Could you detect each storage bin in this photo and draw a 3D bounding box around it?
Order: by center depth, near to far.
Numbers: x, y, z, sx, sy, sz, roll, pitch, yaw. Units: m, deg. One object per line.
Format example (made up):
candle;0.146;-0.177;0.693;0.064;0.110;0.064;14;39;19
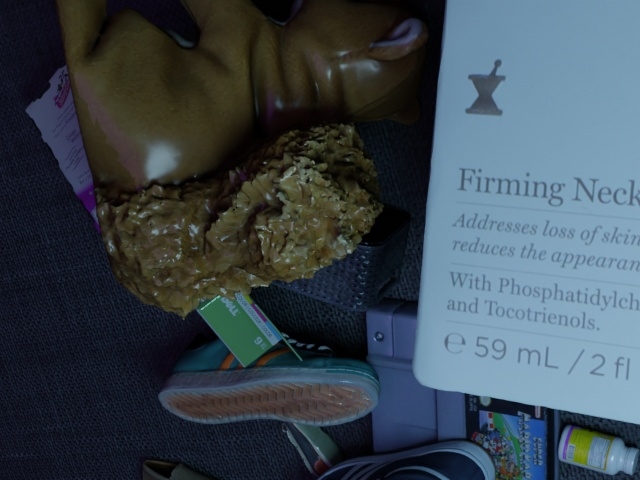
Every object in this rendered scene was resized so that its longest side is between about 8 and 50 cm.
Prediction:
storage bin;0.000;0.000;1.395;0.180;0.122;0.084;17;116;20

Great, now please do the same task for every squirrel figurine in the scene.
squirrel figurine;-0.056;-0.115;1.259;0.281;0.370;0.397;93;165;-62

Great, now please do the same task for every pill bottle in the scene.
pill bottle;0.312;0.237;1.363;0.083;0.043;0.043;13;114;24

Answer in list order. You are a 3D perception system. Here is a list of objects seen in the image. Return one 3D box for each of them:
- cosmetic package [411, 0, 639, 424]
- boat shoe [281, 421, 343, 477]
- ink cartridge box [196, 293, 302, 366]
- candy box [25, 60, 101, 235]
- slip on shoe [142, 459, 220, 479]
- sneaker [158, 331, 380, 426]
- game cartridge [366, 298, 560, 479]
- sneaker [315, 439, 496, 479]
cosmetic package;0.299;-0.063;1.035;0.329;0.327;0.394;7;95;28
boat shoe;-0.025;0.242;1.552;0.043;0.049;0.137;-32;96;36
ink cartridge box;-0.110;0.077;1.434;0.109;0.062;0.209;55;175;-36
candy box;-0.247;-0.119;1.500;0.159;0.071;0.233;-41;76;33
slip on shoe;-0.191;0.329;1.674;0.135;0.051;0.041;4;113;36
sneaker;-0.058;0.151;1.482;0.302;0.121;0.108;-4;140;30
game cartridge;0.170;0.252;1.441;0.230;0.068;0.355;8;112;31
sneaker;0.055;0.317;1.403;0.282;0.153;0.099;-25;94;34
